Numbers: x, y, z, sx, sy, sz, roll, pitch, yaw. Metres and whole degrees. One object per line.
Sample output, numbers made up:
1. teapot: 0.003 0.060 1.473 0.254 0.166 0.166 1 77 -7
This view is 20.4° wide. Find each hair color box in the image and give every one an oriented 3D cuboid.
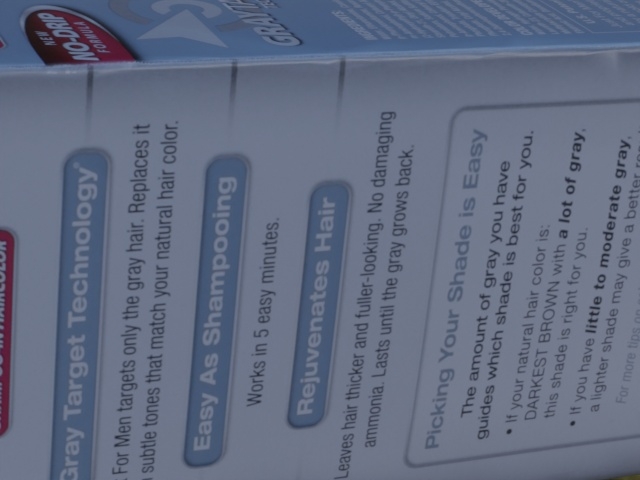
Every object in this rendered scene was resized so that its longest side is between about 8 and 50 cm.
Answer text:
1. hair color box: 0.000 0.000 0.663 0.374 0.185 0.113 -5 26 -24
